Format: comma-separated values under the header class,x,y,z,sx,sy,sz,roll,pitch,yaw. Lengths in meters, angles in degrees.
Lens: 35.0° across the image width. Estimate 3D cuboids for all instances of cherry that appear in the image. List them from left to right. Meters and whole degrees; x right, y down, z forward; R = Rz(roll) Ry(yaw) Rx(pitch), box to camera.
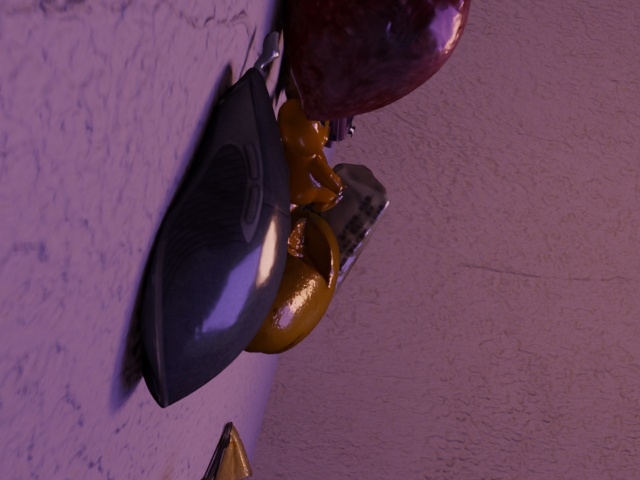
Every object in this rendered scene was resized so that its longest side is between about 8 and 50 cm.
class,x,y,z,sx,sy,sz,roll,pitch,yaw
cherry,0.047,-0.234,1.078,0.249,0.192,0.175,-61,-144,18

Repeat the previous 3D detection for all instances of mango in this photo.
class,x,y,z,sx,sy,sz,roll,pitch,yaw
mango,-0.050,0.058,1.328,0.262,0.130,0.167,-65,171,-55

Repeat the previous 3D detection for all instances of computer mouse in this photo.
class,x,y,z,sx,sy,sz,roll,pitch,yaw
computer mouse,-0.062,-0.033,0.837,0.167,0.090,0.379,104,0,-58

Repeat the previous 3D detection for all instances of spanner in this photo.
class,x,y,z,sx,sy,sz,roll,pitch,yaw
spanner,-0.179,0.378,1.728,0.254,0.015,0.054,-70,173,-74

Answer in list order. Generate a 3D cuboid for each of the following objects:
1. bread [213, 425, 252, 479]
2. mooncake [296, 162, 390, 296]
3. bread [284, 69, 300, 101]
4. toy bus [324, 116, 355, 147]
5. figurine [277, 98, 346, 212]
class,x,y,z,sx,sy,sz,roll,pitch,yaw
bread,-0.182,0.411,1.918,0.084,0.080,0.109,94,-24,-81
mooncake,-0.004,-0.004,1.582,0.254,0.136,0.250,-57,-175,-1
bread,0.040,-0.272,1.253,0.174,0.133,0.251,-76,179,-59
toy bus,0.011,-0.213,1.475,0.199,0.096,0.108,91,15,-78
figurine,-0.036,-0.098,1.250,0.122,0.121,0.176,-38,150,-31
